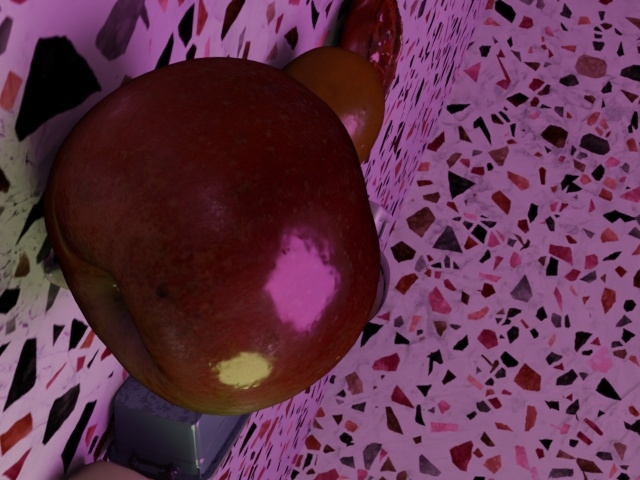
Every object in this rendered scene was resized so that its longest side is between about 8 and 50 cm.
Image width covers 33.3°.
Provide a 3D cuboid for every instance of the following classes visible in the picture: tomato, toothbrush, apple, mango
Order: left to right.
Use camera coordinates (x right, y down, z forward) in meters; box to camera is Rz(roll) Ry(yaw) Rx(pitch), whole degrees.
[{"bbox_3d":[-0.247,0.055,1.221,0.025,0.029,0.307,-61,169,-3],"label":"toothbrush"},{"bbox_3d":[-0.097,-0.006,1.028,0.277,0.348,0.348,-34,153,-26],"label":"apple"},{"bbox_3d":[-0.020,-0.153,1.599,0.317,0.173,0.211,-54,163,-32],"label":"mango"},{"bbox_3d":[0.074,-0.342,1.902,0.228,0.101,0.228,13,90,-76],"label":"tomato"}]

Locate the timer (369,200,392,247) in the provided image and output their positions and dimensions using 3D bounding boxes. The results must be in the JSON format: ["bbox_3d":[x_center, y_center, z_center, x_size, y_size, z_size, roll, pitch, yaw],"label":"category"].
[{"bbox_3d":[0.000,0.000,1.917,0.192,0.195,0.194,16,95,-80],"label":"timer"}]

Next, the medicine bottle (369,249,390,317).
[{"bbox_3d":[0.035,0.091,2.238,0.339,0.208,0.208,-21,131,-76],"label":"medicine bottle"}]

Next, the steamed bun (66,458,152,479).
[{"bbox_3d":[-0.267,0.474,1.391,0.334,0.233,0.312,86,26,-64],"label":"steamed bun"}]

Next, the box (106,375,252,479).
[{"bbox_3d":[-0.192,0.234,1.522,0.227,0.162,0.130,-57,153,-51],"label":"box"}]

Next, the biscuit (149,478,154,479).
[{"bbox_3d":[-0.216,0.285,1.777,0.269,0.051,0.376,51,60,-75],"label":"biscuit"}]
